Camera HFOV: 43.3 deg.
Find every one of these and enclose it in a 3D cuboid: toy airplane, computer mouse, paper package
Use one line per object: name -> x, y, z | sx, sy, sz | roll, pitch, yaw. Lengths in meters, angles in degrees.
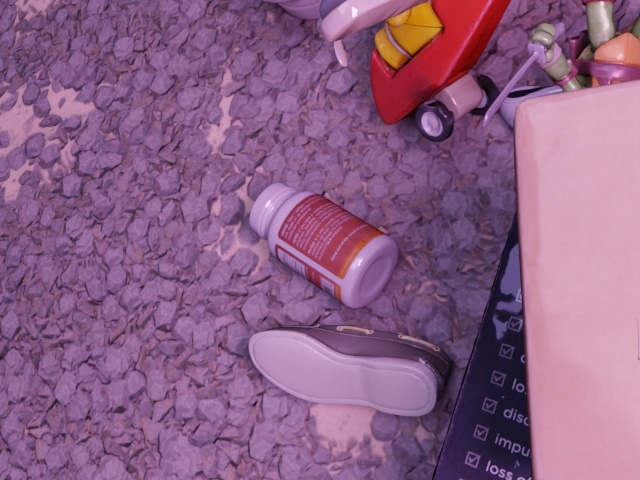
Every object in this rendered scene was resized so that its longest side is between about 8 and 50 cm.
toy airplane -> 0.167, -0.356, 1.078 | 0.272, 0.386, 0.384 | 44, 96, 18
computer mouse -> 0.332, -0.180, 1.114 | 0.193, 0.106, 0.042 | -4, 33, 41
paper package -> 0.325, 0.037, 0.647 | 0.309, 0.168, 0.325 | -6, 81, 26

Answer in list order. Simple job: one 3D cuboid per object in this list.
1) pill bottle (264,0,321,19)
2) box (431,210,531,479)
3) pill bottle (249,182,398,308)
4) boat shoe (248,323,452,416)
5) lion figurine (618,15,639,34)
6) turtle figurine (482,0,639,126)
pill bottle -> -0.086, -0.511, 1.225 | 0.229, 0.407, 0.229 | -7, 73, 24
box -> 0.413, 0.183, 0.840 | 0.479, 0.297, 0.472 | 19, 95, 28
pill bottle -> 0.000, 0.000, 1.211 | 0.216, 0.121, 0.121 | 33, 92, 28
boat shoe -> 0.039, 0.174, 1.165 | 0.305, 0.091, 0.109 | 8, 117, 29
lion figurine -> 0.528, -0.137, 0.993 | 0.240, 0.142, 0.392 | -21, 73, 28
turtle figurine -> 0.349, -0.225, 0.910 | 0.197, 0.274, 0.266 | 11, 94, 39
